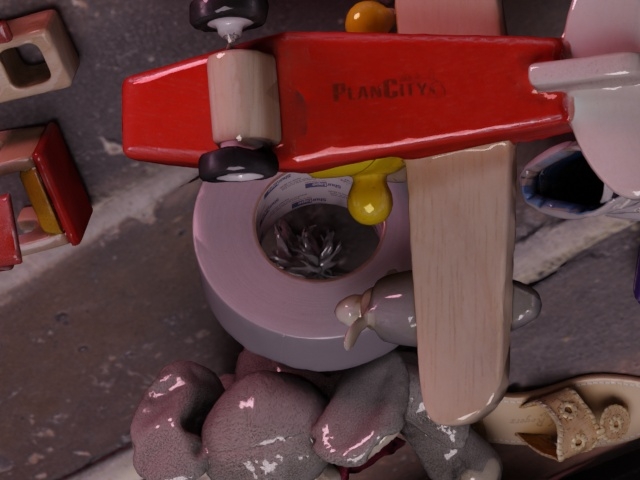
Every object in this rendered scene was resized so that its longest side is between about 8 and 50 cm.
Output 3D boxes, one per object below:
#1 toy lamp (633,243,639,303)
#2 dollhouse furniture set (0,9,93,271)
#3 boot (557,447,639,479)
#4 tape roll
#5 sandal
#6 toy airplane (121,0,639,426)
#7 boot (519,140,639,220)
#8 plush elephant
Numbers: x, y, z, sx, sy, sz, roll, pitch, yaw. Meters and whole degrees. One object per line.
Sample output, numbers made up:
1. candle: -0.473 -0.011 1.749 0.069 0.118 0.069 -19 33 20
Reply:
1. toy lamp: 0.345 -0.053 1.630 0.080 0.080 0.274 18 121 -4
2. dollhouse furniture set: -0.276 -0.132 1.588 0.152 0.201 0.374 -12 120 15
3. boot: 0.481 0.316 1.788 0.445 0.146 0.367 -28 97 19
4. tape roll: 0.000 0.000 1.622 0.219 0.219 0.072 5 154 5
5. sandal: 0.217 0.184 1.798 0.240 0.079 0.088 1 123 7
6. toy airplane: 0.089 -0.108 1.478 0.384 0.272 0.386 41 85 5
7. boot: 0.284 -0.048 1.543 0.258 0.123 0.095 -7 90 53
8. plush elephant: -0.016 0.179 1.706 0.272 0.255 0.330 -5 119 26
